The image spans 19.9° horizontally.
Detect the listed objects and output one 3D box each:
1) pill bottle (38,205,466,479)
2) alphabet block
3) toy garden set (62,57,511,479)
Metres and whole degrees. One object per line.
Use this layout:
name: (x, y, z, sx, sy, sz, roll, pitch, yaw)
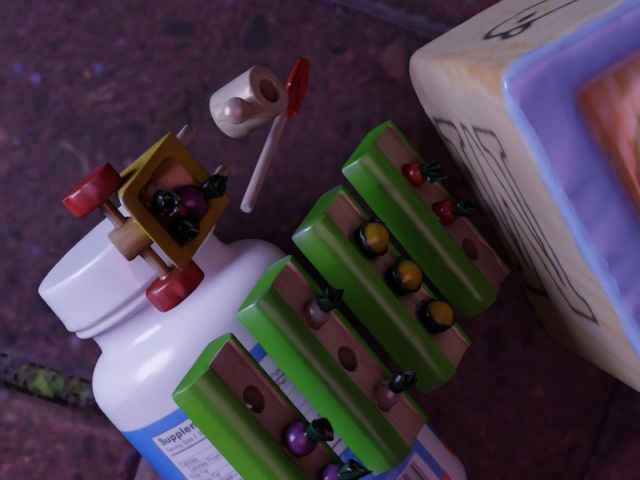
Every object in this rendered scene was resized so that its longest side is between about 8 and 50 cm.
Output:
pill bottle: (-0.037, 0.078, 0.932, 0.124, 0.124, 0.221, -40, 102, -3)
alphabet block: (0.183, -0.050, 0.917, 0.192, 0.197, 0.193, -29, 102, -6)
toy garden set: (0.000, 0.000, 0.881, 0.049, 0.244, 0.204, -30, 106, 38)
